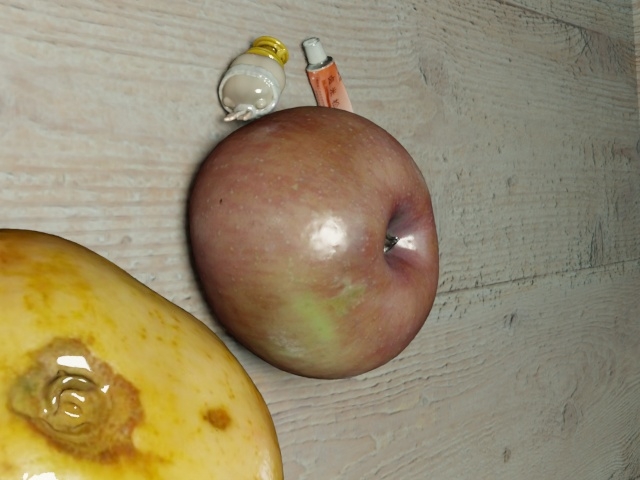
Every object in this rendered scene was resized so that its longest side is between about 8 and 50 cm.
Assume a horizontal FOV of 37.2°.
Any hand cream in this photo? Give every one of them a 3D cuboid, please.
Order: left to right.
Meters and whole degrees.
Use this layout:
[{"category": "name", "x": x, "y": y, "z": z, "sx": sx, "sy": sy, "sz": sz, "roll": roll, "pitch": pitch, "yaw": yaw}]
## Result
[{"category": "hand cream", "x": 0.022, "y": -0.169, "z": 1.274, "sx": 0.052, "sy": 0.038, "sz": 0.216, "roll": -34, "pitch": 122, "yaw": -18}]

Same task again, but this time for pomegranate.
[{"category": "pomegranate", "x": -0.220, "y": 0.193, "z": 0.666, "sx": 0.411, "sy": 0.411, "sz": 0.412, "roll": 6, "pitch": 83, "yaw": -52}]

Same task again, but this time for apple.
[{"category": "apple", "x": 0.000, "y": 0.000, "z": 1.062, "sx": 0.305, "sy": 0.235, "sz": 0.306, "roll": 5, "pitch": 84, "yaw": -51}]

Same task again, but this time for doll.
[{"category": "doll", "x": -0.078, "y": -0.173, "z": 1.114, "sx": 0.084, "sy": 0.073, "sz": 0.127, "roll": 90, "pitch": 19, "yaw": -56}]
